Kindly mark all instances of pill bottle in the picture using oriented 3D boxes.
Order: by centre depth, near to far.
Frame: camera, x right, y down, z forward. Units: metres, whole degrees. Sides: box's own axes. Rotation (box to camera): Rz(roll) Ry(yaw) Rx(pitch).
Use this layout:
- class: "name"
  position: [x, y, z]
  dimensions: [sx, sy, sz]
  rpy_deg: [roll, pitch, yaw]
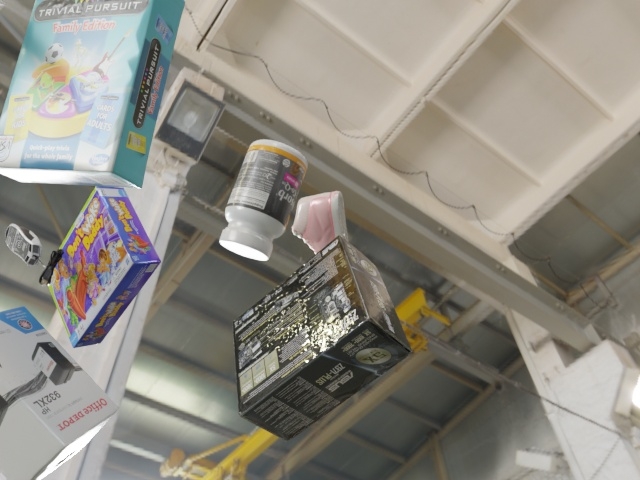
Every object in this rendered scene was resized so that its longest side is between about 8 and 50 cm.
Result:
- class: "pill bottle"
  position: [-0.147, -0.101, 1.466]
  dimensions: [0.162, 0.278, 0.162]
  rpy_deg: [17, -15, 5]

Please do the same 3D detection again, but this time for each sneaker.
- class: "sneaker"
  position: [0.000, 0.000, 0.780]
  dimensions: [0.070, 0.051, 0.134]
  rpy_deg: [-3, -69, 12]

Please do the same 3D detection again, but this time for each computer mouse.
- class: "computer mouse"
  position: [-0.691, 0.022, 1.396]
  dimensions: [0.193, 0.042, 0.106]
  rpy_deg: [36, -67, 23]

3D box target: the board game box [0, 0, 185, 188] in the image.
- class: "board game box"
  position: [-0.383, -0.260, 0.950]
  dimensions: [0.254, 0.335, 0.079]
  rpy_deg: [4, -13, 20]

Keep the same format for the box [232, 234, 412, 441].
- class: "box"
  position: [-0.007, 0.107, 0.651]
  dimensions: [0.180, 0.147, 0.077]
  rpy_deg: [-40, -57, 15]

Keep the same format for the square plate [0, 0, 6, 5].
- class: "square plate"
  position: [-0.750, -0.493, 0.941]
  dimensions: [0.344, 0.347, 0.049]
  rpy_deg: [30, -82, -13]

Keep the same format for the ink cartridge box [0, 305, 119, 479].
- class: "ink cartridge box"
  position: [-0.581, 0.293, 1.127]
  dimensions: [0.129, 0.223, 0.307]
  rpy_deg: [-45, -93, 5]

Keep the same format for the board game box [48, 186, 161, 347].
- class: "board game box"
  position: [-0.546, 0.070, 1.423]
  dimensions: [0.078, 0.233, 0.347]
  rpy_deg: [-2, -38, -51]
